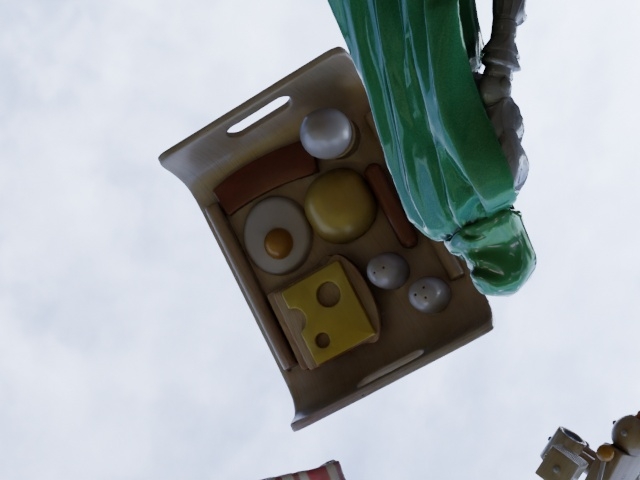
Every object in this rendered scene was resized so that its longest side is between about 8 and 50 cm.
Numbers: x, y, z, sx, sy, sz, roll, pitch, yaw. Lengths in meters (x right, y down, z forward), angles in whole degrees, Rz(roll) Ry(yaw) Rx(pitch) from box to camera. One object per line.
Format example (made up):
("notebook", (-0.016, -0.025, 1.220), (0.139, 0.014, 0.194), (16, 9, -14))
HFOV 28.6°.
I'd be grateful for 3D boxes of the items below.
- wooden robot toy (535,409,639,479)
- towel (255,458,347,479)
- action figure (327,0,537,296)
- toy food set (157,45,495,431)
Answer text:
("wooden robot toy", (0.242, 0.171, 1.058), (0.076, 0.173, 0.079), (41, -74, 42))
("towel", (-0.053, 0.278, 1.110), (0.197, 0.029, 0.144), (-15, -80, 11))
("action figure", (0.049, -0.087, 0.553), (0.063, 0.137, 0.232), (-11, -97, -26))
("toy food set", (0.000, 0.000, 1.194), (0.219, 0.092, 0.306), (-30, -102, 15))
